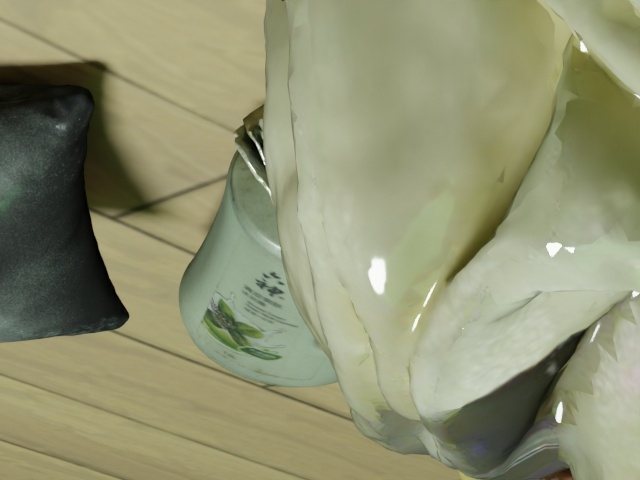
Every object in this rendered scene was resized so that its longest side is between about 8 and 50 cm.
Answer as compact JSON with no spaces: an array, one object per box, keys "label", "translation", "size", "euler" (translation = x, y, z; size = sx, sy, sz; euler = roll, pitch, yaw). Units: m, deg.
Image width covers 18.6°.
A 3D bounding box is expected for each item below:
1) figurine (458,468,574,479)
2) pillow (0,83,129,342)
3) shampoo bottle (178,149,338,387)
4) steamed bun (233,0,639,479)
[{"label":"figurine","translation":[0.162,0.163,1.317],"size":[0.240,0.116,0.175],"euler":[9,156,6]},{"label":"pillow","translation":[-0.225,-0.010,0.986],"size":[0.249,0.106,0.186],"euler":[0,141,5]},{"label":"shampoo bottle","translation":[0.000,0.000,0.991],"size":[0.118,0.087,0.234],"euler":[12,157,-8]},{"label":"steamed bun","translation":[0.141,-0.013,0.643],"size":[0.346,0.237,0.394],"euler":[-2,176,-31]}]
